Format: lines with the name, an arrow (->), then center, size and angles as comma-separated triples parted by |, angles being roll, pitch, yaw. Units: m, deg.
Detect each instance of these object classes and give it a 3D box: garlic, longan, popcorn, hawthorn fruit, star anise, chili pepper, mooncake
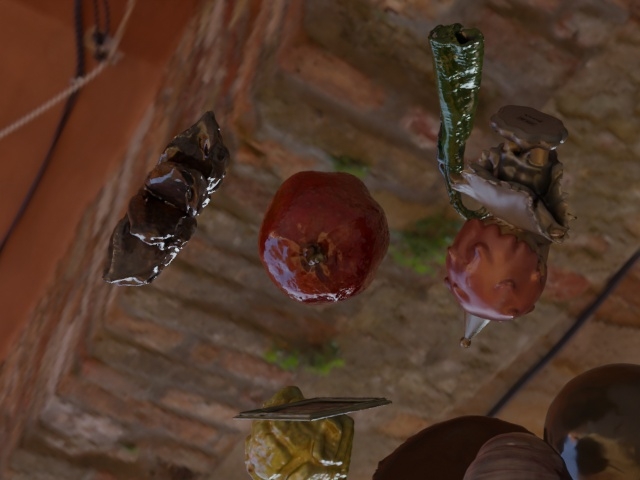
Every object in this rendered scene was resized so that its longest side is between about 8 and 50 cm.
garlic -> 0.302, 0.403, 1.680 | 0.256, 0.207, 0.207 | 34, -148, 4
longan -> 0.472, 0.312, 1.852 | 0.258, 0.258, 0.258 | 24, -146, -17
popcorn -> -0.034, 0.332, 1.962 | 0.185, 0.167, 0.187 | 25, -178, 11
hawthorn fruit -> 0.000, 0.000, 1.776 | 0.205, 0.205, 0.253 | 37, -166, 3
star anise -> -0.238, -0.053, 1.905 | 0.117, 0.332, 0.332 | 34, -148, -1
chili pepper -> 0.220, -0.182, 1.888 | 0.085, 0.359, 0.076 | 0, -136, 11
mooncake -> 0.261, 0.464, 2.104 | 0.324, 0.324, 0.187 | -69, -34, -57

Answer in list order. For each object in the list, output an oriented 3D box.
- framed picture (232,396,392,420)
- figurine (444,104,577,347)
framed picture -> -0.010, 0.232, 1.662 | 0.183, 0.142, 0.011 | -2, -94, -50
figurine -> 0.267, 0.004, 1.718 | 0.207, 0.387, 0.166 | 28, -143, 35
